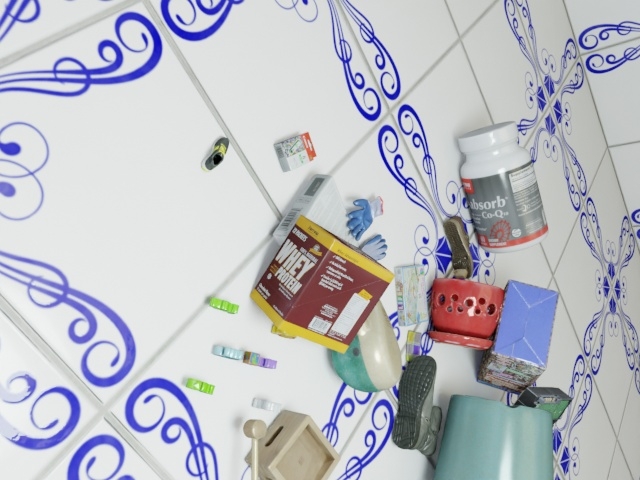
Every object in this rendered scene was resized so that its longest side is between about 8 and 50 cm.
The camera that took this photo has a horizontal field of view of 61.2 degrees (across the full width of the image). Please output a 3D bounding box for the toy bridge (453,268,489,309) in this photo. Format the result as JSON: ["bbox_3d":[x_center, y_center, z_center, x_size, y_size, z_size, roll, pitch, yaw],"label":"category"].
[{"bbox_3d":[0.436,0.144,1.604,0.188,0.063,0.026,47,55,-33],"label":"toy bridge"}]

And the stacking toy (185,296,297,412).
[{"bbox_3d":[-0.144,0.221,1.027,0.221,0.052,0.167,29,64,-38],"label":"stacking toy"}]

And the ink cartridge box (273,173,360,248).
[{"bbox_3d":[0.000,0.000,1.205,0.189,0.066,0.232,-59,146,-32],"label":"ink cartridge box"}]

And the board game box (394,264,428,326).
[{"bbox_3d":[0.241,0.144,1.435,0.103,0.026,0.154,-3,88,-45],"label":"board game box"}]

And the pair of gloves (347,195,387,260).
[{"bbox_3d":[0.116,-0.009,1.302,0.159,0.023,0.198,-29,116,-48],"label":"pair of gloves"}]

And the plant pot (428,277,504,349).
[{"bbox_3d":[0.391,0.201,1.465,0.191,0.191,0.174,17,77,-43],"label":"plant pot"}]

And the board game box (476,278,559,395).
[{"bbox_3d":[0.567,0.288,1.572,0.291,0.141,0.232,78,30,-59],"label":"board game box"}]

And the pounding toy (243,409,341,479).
[{"bbox_3d":[-0.091,0.411,1.032,0.181,0.094,0.206,-46,112,-35],"label":"pounding toy"}]

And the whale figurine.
[{"bbox_3d":[0.087,0.206,1.219,0.216,0.141,0.272,40,34,-60],"label":"whale figurine"}]

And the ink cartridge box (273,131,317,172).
[{"bbox_3d":[-0.045,-0.196,1.178,0.115,0.029,0.063,-32,108,-42],"label":"ink cartridge box"}]

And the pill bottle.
[{"bbox_3d":[0.547,-0.162,1.643,0.210,0.210,0.363,-31,107,-42],"label":"pill bottle"}]

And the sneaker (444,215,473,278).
[{"bbox_3d":[0.423,0.018,1.602,0.071,0.066,0.188,-28,106,-44],"label":"sneaker"}]

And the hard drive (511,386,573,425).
[{"bbox_3d":[0.581,0.579,1.590,0.237,0.064,0.339,15,110,-44],"label":"hard drive"}]

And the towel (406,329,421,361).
[{"bbox_3d":[0.248,0.282,1.440,0.060,0.009,0.083,23,70,-42],"label":"towel"}]

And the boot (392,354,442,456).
[{"bbox_3d":[0.269,0.429,1.408,0.161,0.083,0.247,30,73,-48],"label":"boot"}]

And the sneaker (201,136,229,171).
[{"bbox_3d":[-0.191,-0.163,1.023,0.031,0.035,0.083,44,57,-34],"label":"sneaker"}]

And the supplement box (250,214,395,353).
[{"bbox_3d":[0.005,0.089,1.075,0.191,0.129,0.194,29,95,-40],"label":"supplement box"}]

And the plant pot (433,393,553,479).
[{"bbox_3d":[0.436,0.576,1.358,0.341,0.341,0.334,25,70,-41],"label":"plant pot"}]
